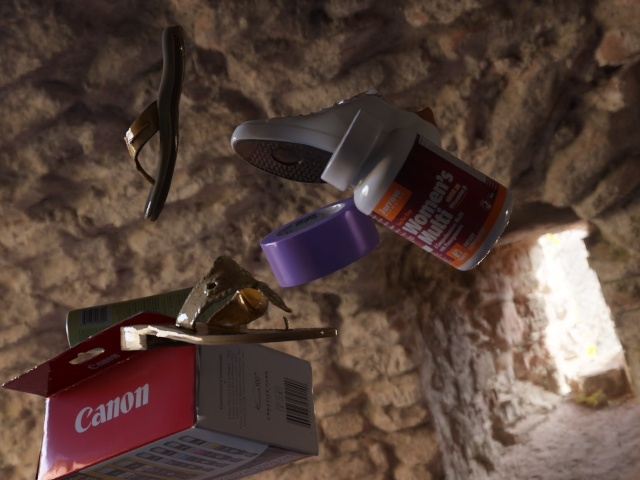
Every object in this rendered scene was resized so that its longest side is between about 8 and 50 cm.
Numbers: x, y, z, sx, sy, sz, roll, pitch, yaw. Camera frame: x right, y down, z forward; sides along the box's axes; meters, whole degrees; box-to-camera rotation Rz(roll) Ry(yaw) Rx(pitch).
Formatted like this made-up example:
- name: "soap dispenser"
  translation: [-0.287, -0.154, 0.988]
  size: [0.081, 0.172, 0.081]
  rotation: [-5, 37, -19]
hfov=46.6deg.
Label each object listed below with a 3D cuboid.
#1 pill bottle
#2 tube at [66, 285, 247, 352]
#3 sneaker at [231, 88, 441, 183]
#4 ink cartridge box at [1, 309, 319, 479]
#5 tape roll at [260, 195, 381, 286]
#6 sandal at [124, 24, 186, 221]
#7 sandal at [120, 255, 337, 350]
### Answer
- name: "pill bottle"
  translation: [0.119, -0.065, 0.934]
  size: [0.221, 0.121, 0.121]
  rotation: [30, -15, -4]
- name: "tube"
  translation: [-0.223, 0.110, 1.029]
  size: [0.240, 0.070, 0.062]
  rotation: [-9, 27, -7]
- name: "sneaker"
  translation: [0.023, -0.151, 1.043]
  size: [0.289, 0.123, 0.106]
  rotation: [5, -26, -4]
- name: "ink cartridge box"
  translation: [-0.208, 0.225, 0.932]
  size: [0.309, 0.130, 0.271]
  rotation: [-28, -38, 32]
- name: "tape roll"
  translation: [0.000, 0.000, 1.235]
  size: [0.188, 0.080, 0.189]
  rotation: [-23, 10, 4]
- name: "sandal"
  translation: [-0.154, -0.108, 0.687]
  size: [0.049, 0.180, 0.072]
  rotation: [5, 14, -12]
- name: "sandal"
  translation: [-0.096, 0.054, 0.665]
  size: [0.240, 0.079, 0.088]
  rotation: [-9, -8, 36]
